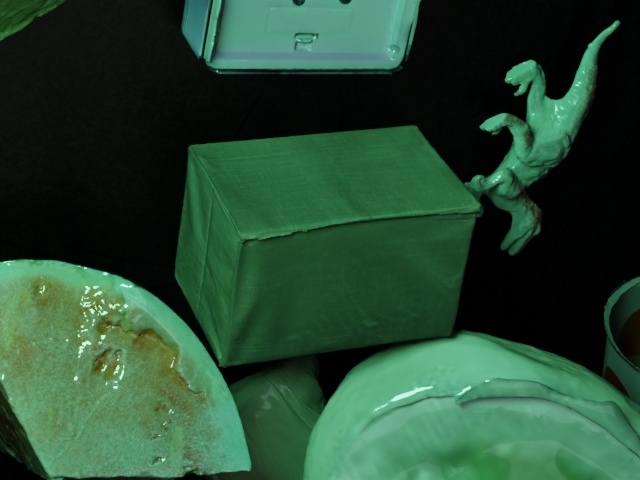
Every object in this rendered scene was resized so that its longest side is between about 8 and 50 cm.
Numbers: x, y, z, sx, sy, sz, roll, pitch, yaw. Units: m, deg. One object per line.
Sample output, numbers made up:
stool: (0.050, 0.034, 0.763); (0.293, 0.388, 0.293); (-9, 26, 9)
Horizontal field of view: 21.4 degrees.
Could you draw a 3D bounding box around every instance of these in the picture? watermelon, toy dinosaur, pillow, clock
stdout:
watermelon: (-0.222, 0.119, 1.500); (0.256, 0.176, 0.260); (-15, 101, 20)
toy dinosaur: (0.223, -0.105, 1.647); (0.242, 0.053, 0.167); (-48, 130, 10)
pillow: (-0.034, 0.218, 1.733); (0.173, 0.067, 0.270); (-33, 132, -8)
clock: (-0.012, -0.220, 1.440); (0.193, 0.073, 0.144); (-2, 122, -25)

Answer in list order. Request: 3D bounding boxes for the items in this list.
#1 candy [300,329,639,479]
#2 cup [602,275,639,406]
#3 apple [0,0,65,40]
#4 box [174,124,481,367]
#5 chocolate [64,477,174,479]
candy: (0.167, 0.263, 1.701); (0.386, 0.186, 0.427); (-34, 119, 10)
cup: (0.381, 0.200, 1.862); (0.203, 0.203, 0.288); (-11, 132, -19)
apple: (-0.190, -0.276, 1.249); (0.346, 0.179, 0.254); (-33, 142, -5)
box: (0.000, 0.000, 1.547); (0.231, 0.155, 0.149); (-7, 127, -23)
chocolate: (-0.239, 0.323, 1.665); (0.134, 0.134, 0.309); (12, 111, -32)
